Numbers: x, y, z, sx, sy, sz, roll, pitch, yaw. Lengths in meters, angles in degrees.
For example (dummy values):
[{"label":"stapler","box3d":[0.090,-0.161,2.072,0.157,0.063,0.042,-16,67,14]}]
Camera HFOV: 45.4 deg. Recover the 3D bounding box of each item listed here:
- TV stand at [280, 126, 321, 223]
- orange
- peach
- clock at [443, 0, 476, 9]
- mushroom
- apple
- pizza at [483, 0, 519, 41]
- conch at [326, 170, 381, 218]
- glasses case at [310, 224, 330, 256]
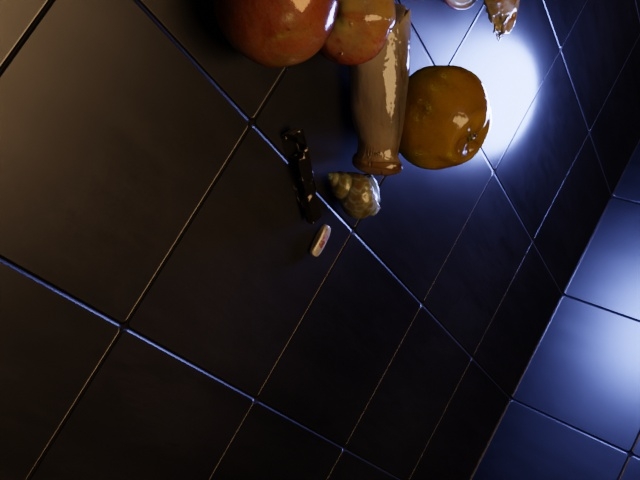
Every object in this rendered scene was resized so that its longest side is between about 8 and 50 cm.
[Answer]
[{"label":"TV stand","box3d":[-0.041,-0.148,1.765,0.036,0.042,0.249,-42,135,-33]},{"label":"orange","box3d":[0.310,-0.311,1.954,0.279,0.235,0.279,-27,130,-38]},{"label":"peach","box3d":[0.077,-0.485,1.623,0.232,0.233,0.232,-24,124,-42]},{"label":"clock","box3d":[0.376,-0.726,1.986,0.244,0.056,0.244,-25,125,-42]},{"label":"mushroom","box3d":[0.139,-0.355,1.817,0.154,0.138,0.407,-22,117,-58]},{"label":"apple","box3d":[-0.077,-0.454,1.439,0.254,0.254,0.253,-24,124,-42]},{"label":"pizza","box3d":[0.485,-0.792,1.997,0.392,0.080,0.434,20,80,-59]},{"label":"conch","box3d":[0.092,-0.111,1.899,0.173,0.106,0.116,-10,106,-64]},{"label":"glasses case","box3d":[0.000,0.000,1.897,0.032,0.021,0.083,35,79,-50]}]
